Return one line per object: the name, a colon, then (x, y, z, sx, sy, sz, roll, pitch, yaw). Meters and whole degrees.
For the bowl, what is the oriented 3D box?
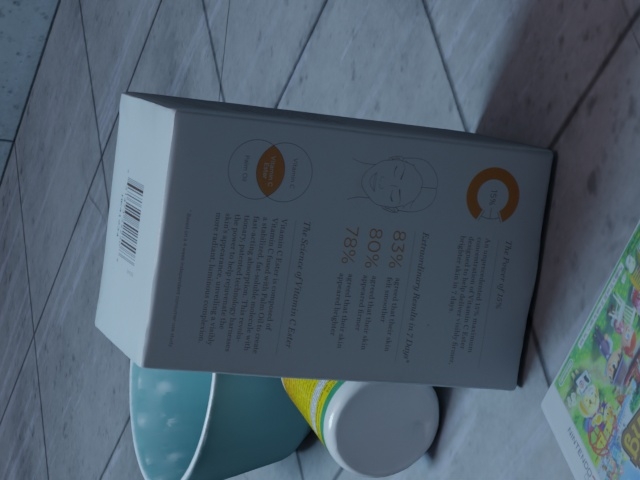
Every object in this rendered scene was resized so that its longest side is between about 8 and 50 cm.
bowl: (-0.096, 0.134, 1.901, 0.311, 0.163, 0.311, -175, 90, -67)

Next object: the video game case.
video game case: (0.244, 0.119, 1.267, 0.193, 0.023, 0.212, -111, 34, -46)

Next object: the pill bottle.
pill bottle: (0.028, 0.136, 1.663, 0.208, 0.117, 0.117, -132, 51, -61)

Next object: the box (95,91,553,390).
box: (0.000, 0.000, 1.459, 0.168, 0.345, 0.215, -155, 72, -67)
